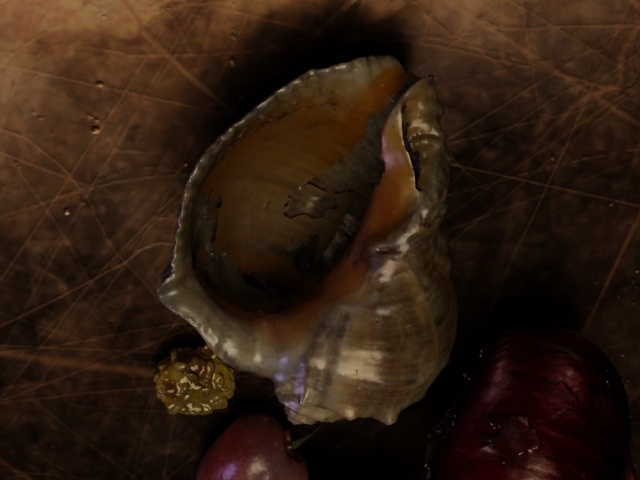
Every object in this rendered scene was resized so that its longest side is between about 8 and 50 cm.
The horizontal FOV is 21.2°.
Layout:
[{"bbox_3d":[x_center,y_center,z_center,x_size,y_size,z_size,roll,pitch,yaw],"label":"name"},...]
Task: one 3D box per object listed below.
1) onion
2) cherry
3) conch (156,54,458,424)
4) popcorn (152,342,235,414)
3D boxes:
[{"bbox_3d":[0.213,0.235,1.666,0.232,0.314,0.314,15,120,16],"label":"onion"},{"bbox_3d":[-0.067,0.239,1.775,0.106,0.087,0.126,32,109,-17],"label":"cherry"},{"bbox_3d":[-0.007,-0.001,1.591,0.297,0.210,0.352,12,90,-22],"label":"conch"},{"bbox_3d":[-0.126,0.139,1.729,0.082,0.057,0.083,24,111,-20],"label":"popcorn"}]
